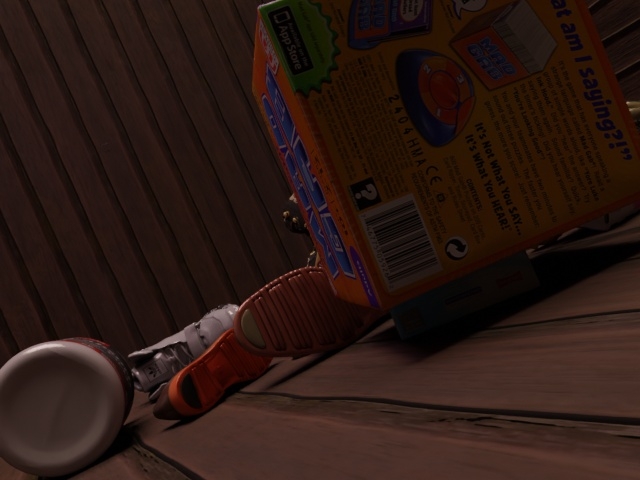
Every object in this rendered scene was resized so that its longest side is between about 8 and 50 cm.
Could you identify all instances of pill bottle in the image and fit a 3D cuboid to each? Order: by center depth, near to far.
[{"bbox_3d":[-0.445,0.280,1.205,0.210,0.210,0.363,-25,-1,-14],"label":"pill bottle"}]

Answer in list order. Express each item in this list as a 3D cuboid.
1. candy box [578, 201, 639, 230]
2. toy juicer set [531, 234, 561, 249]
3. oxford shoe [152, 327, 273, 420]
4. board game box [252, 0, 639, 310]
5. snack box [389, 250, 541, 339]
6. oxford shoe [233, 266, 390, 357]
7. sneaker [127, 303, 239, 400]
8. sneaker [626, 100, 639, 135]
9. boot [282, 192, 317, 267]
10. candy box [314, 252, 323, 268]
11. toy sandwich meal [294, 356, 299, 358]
[{"bbox_3d":[0.451,-0.088,1.113,0.196,0.070,0.165,-24,21,-31],"label":"candy box"},{"bbox_3d":[0.393,-0.041,1.230,0.329,0.090,0.209,-24,-1,-7],"label":"toy juicer set"},{"bbox_3d":[-0.180,0.222,1.156,0.098,0.097,0.271,-33,-5,34],"label":"oxford shoe"},{"bbox_3d":[0.139,-0.145,0.908,0.356,0.357,0.356,-22,0,-7],"label":"board game box"},{"bbox_3d":[0.206,0.056,0.991,0.187,0.060,0.322,-23,-1,12],"label":"snack box"},{"bbox_3d":[0.010,0.120,1.144,0.397,0.141,0.146,-13,-15,-38],"label":"oxford shoe"},{"bbox_3d":[-0.314,0.272,1.577,0.210,0.137,0.366,-25,-6,-42],"label":"sneaker"},{"bbox_3d":[0.555,-0.133,1.442,0.410,0.182,0.158,-33,-49,27],"label":"sneaker"},{"bbox_3d":[0.000,0.000,1.733,0.284,0.138,0.377,30,92,52],"label":"boot"},{"bbox_3d":[0.076,0.002,1.494,0.087,0.317,0.183,22,25,28],"label":"candy box"},{"bbox_3d":[-0.023,0.183,1.202,0.085,0.029,0.085,-25,-1,0],"label":"toy sandwich meal"}]
